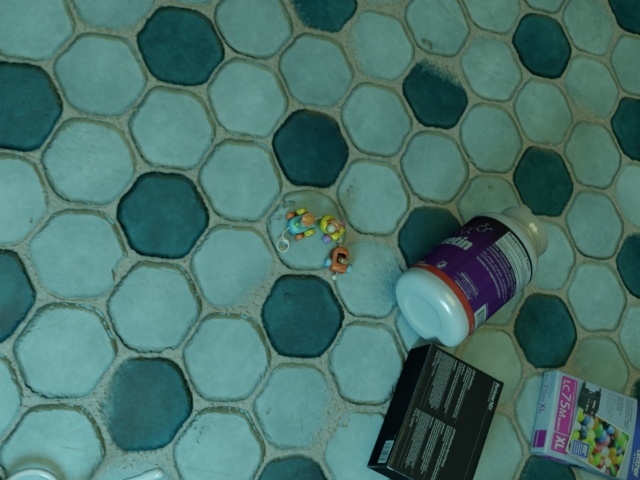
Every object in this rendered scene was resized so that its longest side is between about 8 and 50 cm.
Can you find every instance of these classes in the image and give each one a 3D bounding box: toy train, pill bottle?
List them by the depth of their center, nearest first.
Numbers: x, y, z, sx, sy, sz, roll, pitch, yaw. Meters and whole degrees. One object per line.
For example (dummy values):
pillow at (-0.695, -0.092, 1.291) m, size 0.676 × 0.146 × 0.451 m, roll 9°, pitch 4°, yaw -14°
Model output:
toy train at (0.000, 0.000, 1.729) m, size 0.166 × 0.046 × 0.125 m, roll 21°, pitch 70°, yaw -19°
pill bottle at (0.319, 0.063, 1.781) m, size 0.323 × 0.181 × 0.181 m, roll -36°, pitch 94°, yaw -27°

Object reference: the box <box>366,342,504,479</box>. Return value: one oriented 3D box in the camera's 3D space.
box at (0.230, 0.364, 1.716) m, size 0.184 × 0.103 × 0.261 m, roll 29°, pitch 68°, yaw -12°

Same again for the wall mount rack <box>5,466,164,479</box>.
wall mount rack at (-0.377, 0.522, 1.394) m, size 0.304 × 0.130 × 0.350 m, roll -16°, pitch 86°, yaw -26°

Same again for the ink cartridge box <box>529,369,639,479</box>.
ink cartridge box at (0.614, 0.417, 1.899) m, size 0.311 × 0.065 × 0.186 m, roll 22°, pitch 70°, yaw -20°
